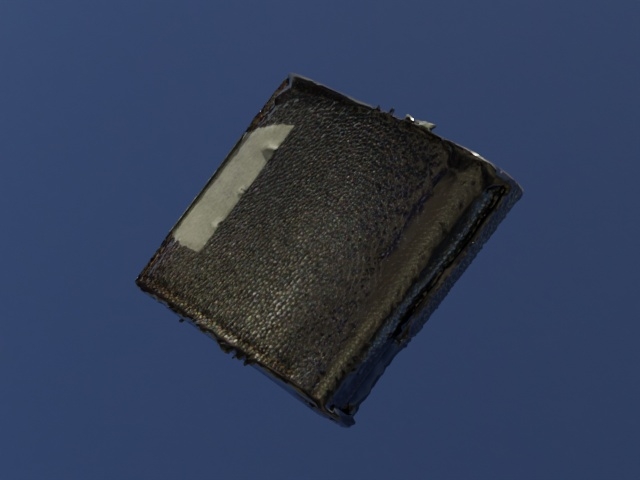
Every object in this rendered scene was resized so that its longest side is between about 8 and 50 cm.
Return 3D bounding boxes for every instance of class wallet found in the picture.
[{"bbox_3d":[0.000,0.000,1.347,0.262,0.071,0.221,30,-97,44],"label":"wallet"}]
